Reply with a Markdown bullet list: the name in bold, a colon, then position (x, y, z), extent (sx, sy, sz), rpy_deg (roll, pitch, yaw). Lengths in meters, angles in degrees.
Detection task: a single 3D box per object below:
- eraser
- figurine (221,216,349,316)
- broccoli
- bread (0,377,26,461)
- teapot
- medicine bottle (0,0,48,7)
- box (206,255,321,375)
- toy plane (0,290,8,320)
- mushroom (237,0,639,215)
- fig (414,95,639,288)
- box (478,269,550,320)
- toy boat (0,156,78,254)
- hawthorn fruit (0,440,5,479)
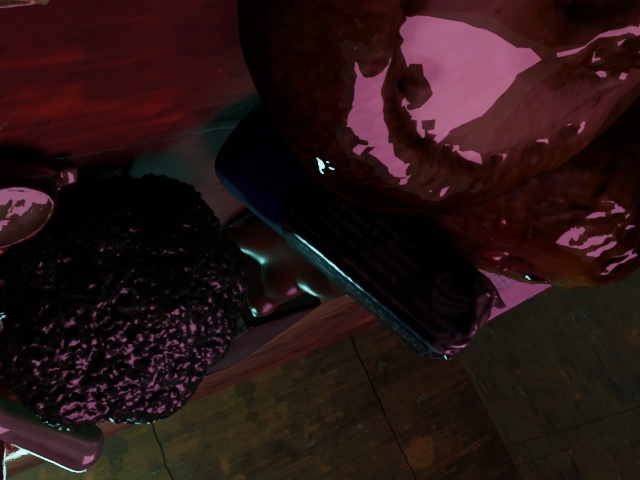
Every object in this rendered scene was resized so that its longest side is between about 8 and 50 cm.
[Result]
- **eraser**: position (0.037, -0.003, 0.905), extent (0.101, 0.332, 0.155), rpy_deg (-50, 172, -7)
- **figurine**: position (0.005, 0.003, 1.261), extent (0.247, 0.177, 0.173), rpy_deg (-25, -173, 32)
- **broccoli**: position (-0.233, 0.066, 0.926), extent (0.297, 0.297, 0.298), rpy_deg (-1, -170, 45)
- **bread**: position (-0.552, 0.316, 1.496), extent (0.240, 0.139, 0.240), rpy_deg (-27, 171, -5)
- **teapot**: position (-0.397, 0.155, 0.899), extent (0.149, 0.220, 0.318), rpy_deg (-43, 147, -3)
- **medicine bottle**: position (-0.134, -0.192, 0.240), extent (0.141, 0.137, 0.250), rpy_deg (-17, 164, -36)
- **box**: position (-0.165, 0.120, 1.443), extent (0.188, 0.153, 0.252), rpy_deg (-15, 163, -49)
- **toy plane**: position (-0.388, 0.075, 1.070), extent (0.145, 0.037, 0.060), rpy_deg (-29, 172, 16)
- **mushroom**: position (0.123, -0.169, 0.497), extent (0.345, 0.260, 0.345), rpy_deg (-21, 128, -31)
- **fig**: position (0.241, -0.138, 0.915), extent (0.286, 0.368, 0.286), rpy_deg (11, 164, 3)
- **box**: position (0.219, -0.036, 1.247), extent (0.190, 0.112, 0.369), rpy_deg (-32, -153, 19)
- **toy boat**: position (-0.293, -0.032, 0.742), extent (0.185, 0.071, 0.089), rpy_deg (-19, 124, -31)
- **hawthorn fruit**: position (-0.579, 0.297, 1.122), extent (0.254, 0.254, 0.300), rpy_deg (-33, 163, 29)
